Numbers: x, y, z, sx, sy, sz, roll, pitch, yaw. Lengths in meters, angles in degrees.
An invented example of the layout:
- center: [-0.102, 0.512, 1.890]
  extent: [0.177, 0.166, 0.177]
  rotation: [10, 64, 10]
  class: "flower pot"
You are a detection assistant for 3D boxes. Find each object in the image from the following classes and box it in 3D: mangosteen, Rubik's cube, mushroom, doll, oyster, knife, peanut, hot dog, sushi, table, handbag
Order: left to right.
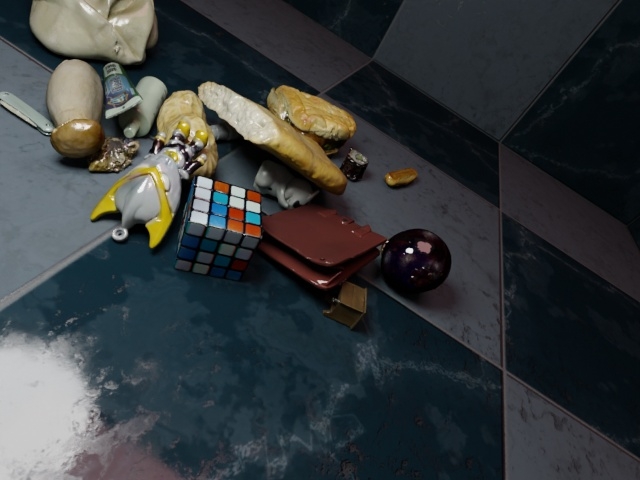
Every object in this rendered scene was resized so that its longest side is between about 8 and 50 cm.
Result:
- center: [-0.700, -0.301, 0.997]
  extent: [0.162, 0.023, 0.044]
  rotation: [35, 35, 3]
  class: "knife"
- center: [-0.589, -0.325, 1.011]
  extent: [0.128, 0.128, 0.350]
  rotation: [2, 44, -35]
  class: "mushroom"
- center: [-0.511, -0.214, 1.017]
  extent: [0.103, 0.051, 0.148]
  rotation: [14, 51, -12]
  class: "oyster"
- center: [-0.358, -0.129, 0.933]
  extent: [0.145, 0.103, 0.317]
  rotation: [38, 61, -23]
  class: "doll"
- center: [-0.358, -0.285, 1.123]
  extent: [0.140, 0.153, 0.325]
  rotation: [6, 51, -35]
  class: "peanut"
- center: [-0.227, -0.025, 0.929]
  extent: [0.154, 0.151, 0.154]
  rotation: [15, 39, -23]
  class: "Rubik's cube"
- center: [-0.105, -0.152, 1.192]
  extent: [0.180, 0.110, 0.107]
  rotation: [36, 68, -5]
  class: "doll"
- center: [0.000, -0.001, 1.081]
  extent: [0.260, 0.084, 0.275]
  rotation: [30, 32, 28]
  class: "handbag"
- center: [0.058, 0.149, 1.007]
  extent: [0.082, 0.070, 0.083]
  rotation: [24, 37, -10]
  class: "table"
- center: [0.116, -0.273, 1.509]
  extent: [0.098, 0.084, 0.094]
  rotation: [37, 41, 13]
  class: "sushi"
- center: [0.318, -0.245, 1.656]
  extent: [0.215, 0.047, 0.066]
  rotation: [-23, 78, -48]
  class: "hot dog"
- center: [0.260, 0.049, 1.184]
  extent: [0.194, 0.194, 0.230]
  rotation: [24, 17, -12]
  class: "mangosteen"

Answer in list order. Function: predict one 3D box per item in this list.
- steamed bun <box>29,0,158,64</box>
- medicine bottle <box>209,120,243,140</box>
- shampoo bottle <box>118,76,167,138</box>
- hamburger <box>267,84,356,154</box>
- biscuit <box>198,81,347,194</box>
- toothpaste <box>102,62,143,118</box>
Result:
- center: [-0.680, -0.723, 1.294]
  extent: [0.367, 0.255, 0.343]
  rotation: [-3, 47, -40]
  class: "steamed bun"
- center: [-0.300, -0.351, 1.321]
  extent: [0.092, 0.062, 0.220]
  rotation: [22, 30, 28]
  class: "medicine bottle"
- center: [-0.496, -0.364, 1.164]
  extent: [0.085, 0.085, 0.263]
  rotation: [18, 40, -19]
  class: "shampoo bottle"
- center: [-0.041, -0.396, 1.469]
  extent: [0.329, 0.162, 0.209]
  rotation: [22, 41, -17]
  class: "hamburger"
- center: [-0.101, -0.278, 1.194]
  extent: [0.446, 0.104, 0.429]
  rotation: [28, 9, -39]
  class: "biscuit"
- center: [-0.554, -0.420, 1.143]
  extent: [0.098, 0.061, 0.392]
  rotation: [-31, 43, -8]
  class: "toothpaste"
